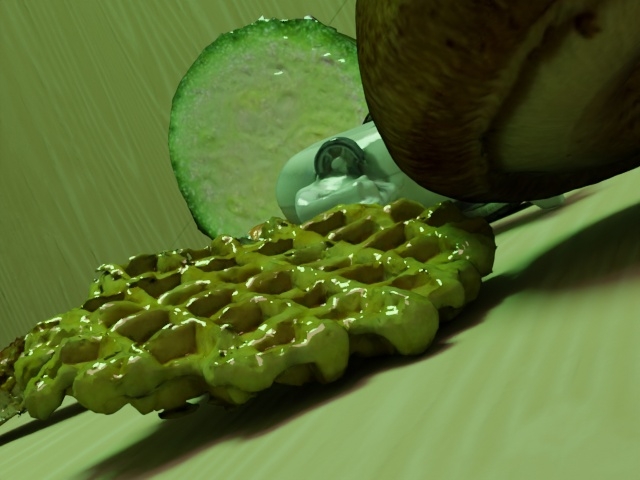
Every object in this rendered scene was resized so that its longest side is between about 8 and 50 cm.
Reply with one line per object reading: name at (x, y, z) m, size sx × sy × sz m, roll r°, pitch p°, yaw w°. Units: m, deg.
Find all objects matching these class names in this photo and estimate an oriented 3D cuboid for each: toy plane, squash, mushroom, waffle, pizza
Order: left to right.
pizza at (-0.279, 0.123, 1.258) m, size 0.246 × 0.058 × 0.127 m, roll -36°, pitch 6°, yaw 31°
waffle at (-0.038, 0.038, 0.870) m, size 0.312 × 0.060 × 0.307 m, roll -10°, pitch 14°, yaw 9°
squash at (0.009, -0.130, 1.711) m, size 0.310 × 0.310 × 0.309 m, roll -23°, pitch -1°, yaw 23°
toy plane at (0.081, -0.062, 1.204) m, size 0.267 × 0.122 × 0.267 m, roll -17°, pitch 10°, yaw 3°
mushroom at (0.185, -0.130, 0.809) m, size 0.346 × 0.259 × 0.345 m, roll -22°, pitch -28°, yaw -12°

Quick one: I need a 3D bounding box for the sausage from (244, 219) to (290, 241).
sausage at (0.000, 0.000, 1.363) m, size 0.053 × 0.053 × 0.348 m, roll -23°, pitch -5°, yaw 21°

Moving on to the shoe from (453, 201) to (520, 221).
shoe at (0.130, -0.049, 1.330) m, size 0.194 × 0.077 × 0.074 m, roll -22°, pitch 3°, yaw 38°

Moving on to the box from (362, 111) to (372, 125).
box at (0.139, -0.092, 1.464) m, size 0.135 × 0.151 × 0.151 m, roll -14°, pitch -3°, yaw -38°
